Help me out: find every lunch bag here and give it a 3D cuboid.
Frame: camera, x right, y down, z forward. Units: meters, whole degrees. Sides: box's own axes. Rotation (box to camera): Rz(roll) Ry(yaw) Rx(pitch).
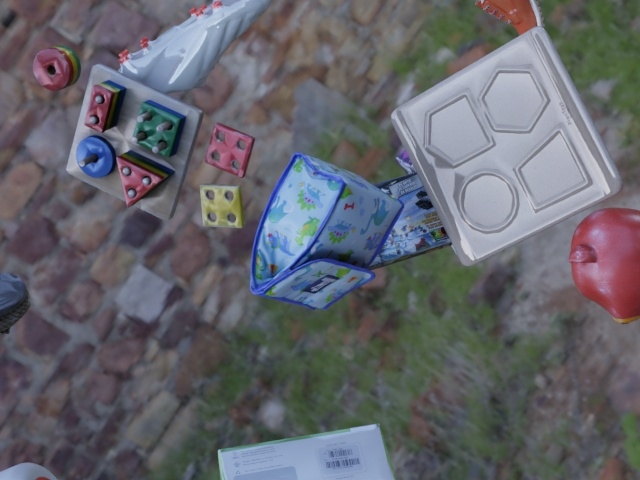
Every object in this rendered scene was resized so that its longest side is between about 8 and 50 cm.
[{"bbox_3d":[0.000,0.000,1.240,0.096,0.129,0.151,36,100,34],"label":"lunch bag"}]

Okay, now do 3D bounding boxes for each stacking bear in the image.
[{"bbox_3d":[0.400,0.018,1.203,0.175,0.289,0.164,-37,-57,-76],"label":"stacking bear"}]

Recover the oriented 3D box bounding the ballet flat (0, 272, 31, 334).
[{"bbox_3d":[-0.416,0.104,1.216,0.250,0.084,0.058,-24,-38,-28],"label":"ballet flat"}]

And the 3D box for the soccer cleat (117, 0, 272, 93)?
[{"bbox_3d":[-0.129,-0.211,1.286,0.196,0.076,0.068,-29,23,9],"label":"soccer cleat"}]

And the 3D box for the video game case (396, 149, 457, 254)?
[{"bbox_3d":[0.233,-0.114,1.584,0.232,0.210,0.042,-44,41,-8],"label":"video game case"}]

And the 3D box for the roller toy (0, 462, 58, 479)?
[{"bbox_3d":[-0.404,0.400,1.544,0.146,0.191,0.209,-24,-8,5],"label":"roller toy"}]

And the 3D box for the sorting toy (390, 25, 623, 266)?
[{"bbox_3d":[0.196,-0.097,1.262,0.208,0.193,0.038,-29,-6,32],"label":"sorting toy"}]

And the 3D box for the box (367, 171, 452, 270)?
[{"bbox_3d":[0.076,-0.020,1.379,0.137,0.094,0.027,-16,-15,-8],"label":"box"}]

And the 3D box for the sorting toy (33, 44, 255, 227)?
[{"bbox_3d":[-0.199,-0.096,1.257,0.046,0.274,0.132,-43,-24,-62],"label":"sorting toy"}]

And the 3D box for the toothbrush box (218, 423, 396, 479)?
[{"bbox_3d":[-0.015,0.376,1.493,0.122,0.206,0.283,-107,11,-46],"label":"toothbrush box"}]

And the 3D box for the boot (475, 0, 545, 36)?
[{"bbox_3d":[0.259,-0.319,1.629,0.085,0.158,0.059,-20,14,3],"label":"boot"}]
